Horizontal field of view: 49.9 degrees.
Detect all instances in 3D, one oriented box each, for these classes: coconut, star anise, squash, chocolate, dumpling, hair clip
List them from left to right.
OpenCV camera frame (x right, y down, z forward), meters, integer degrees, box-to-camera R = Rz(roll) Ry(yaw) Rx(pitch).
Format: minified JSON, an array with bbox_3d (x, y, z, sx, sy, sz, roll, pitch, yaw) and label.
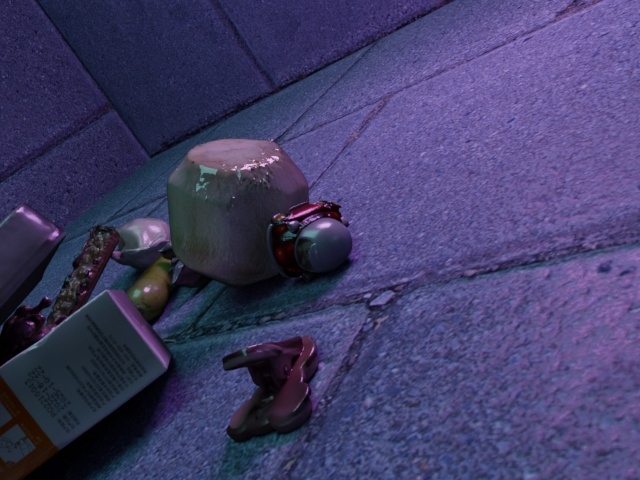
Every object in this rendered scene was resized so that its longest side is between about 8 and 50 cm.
[{"bbox_3d":[-0.551,0.116,1.577,0.102,0.065,0.329,-2,60,46],"label":"chocolate"},{"bbox_3d":[-0.444,0.009,1.704,0.162,0.132,0.250,-35,18,-15],"label":"dumpling"},{"bbox_3d":[-0.336,0.089,1.427,0.083,0.083,0.250,-27,17,19],"label":"squash"},{"bbox_3d":[-0.225,0.017,1.385,0.237,0.093,0.229,-7,34,38],"label":"star anise"},{"bbox_3d":[-0.136,-0.037,1.186,0.245,0.247,0.245,-1,26,1],"label":"coconut"},{"bbox_3d":[-0.050,0.173,0.825,0.123,0.102,0.138,-22,-11,26],"label":"hair clip"}]

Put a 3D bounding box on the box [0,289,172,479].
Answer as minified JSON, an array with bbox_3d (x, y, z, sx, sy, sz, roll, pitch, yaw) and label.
[{"bbox_3d":[-0.397,0.228,1.004,0.341,0.143,0.225,-38,3,-11],"label":"box"}]

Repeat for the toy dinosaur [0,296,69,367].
[{"bbox_3d":[-0.494,0.168,1.069,0.251,0.072,0.200,-28,12,15],"label":"toy dinosaur"}]

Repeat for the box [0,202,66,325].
[{"bbox_3d":[-0.568,0.148,1.022,0.397,0.111,0.395,-26,27,52],"label":"box"}]

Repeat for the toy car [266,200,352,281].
[{"bbox_3d":[0.000,0.000,1.073,0.139,0.112,0.112,-33,31,-28],"label":"toy car"}]
